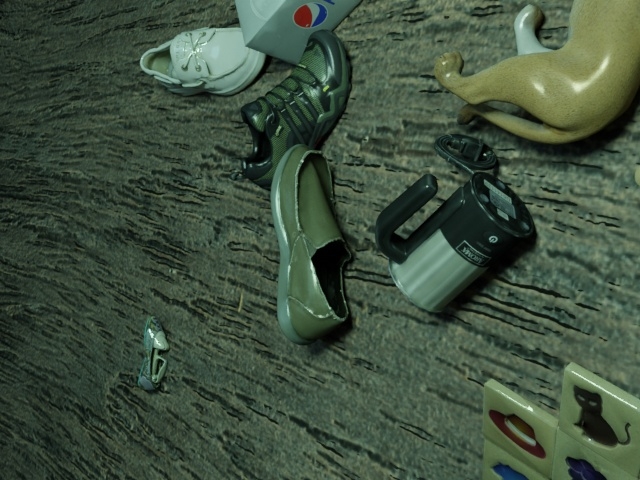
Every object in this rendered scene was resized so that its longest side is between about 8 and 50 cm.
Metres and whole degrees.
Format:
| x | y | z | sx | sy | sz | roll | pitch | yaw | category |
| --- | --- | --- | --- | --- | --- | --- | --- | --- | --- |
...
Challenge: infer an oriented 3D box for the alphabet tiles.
| x | y | z | sx | sy | sz | roll | pitch | yaw | category |
| --- | --- | --- | --- | --- | --- | --- | --- | --- | --- |
| 0.221 | 0.237 | 0.607 | 0.285 | 0.011 | 0.343 | 31 | 143 | 36 | alphabet tiles |

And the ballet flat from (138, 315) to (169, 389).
| x | y | z | sx | sy | sz | roll | pitch | yaw | category |
| --- | --- | --- | --- | --- | --- | --- | --- | --- | --- |
| -0.252 | 0.174 | 1.430 | 0.041 | 0.041 | 0.114 | -1 | 79 | 51 | ballet flat |

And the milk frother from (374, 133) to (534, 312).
| x | y | z | sx | sy | sz | roll | pitch | yaw | category |
| --- | --- | --- | --- | --- | --- | --- | --- | --- | --- |
| 0.136 | -0.025 | 0.976 | 0.135 | 0.129 | 0.143 | -45 | 5 | 33 | milk frother |

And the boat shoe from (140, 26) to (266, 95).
| x | y | z | sx | sy | sz | roll | pitch | yaw | category |
| --- | --- | --- | --- | --- | --- | --- | --- | --- | --- |
| -0.188 | -0.277 | 1.426 | 0.277 | 0.096 | 0.098 | -4 | 76 | 50 | boat shoe |

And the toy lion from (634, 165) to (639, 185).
| x | y | z | sx | sy | sz | roll | pitch | yaw | category |
| --- | --- | --- | --- | --- | --- | --- | --- | --- | --- |
| 0.327 | -0.066 | 0.792 | 0.096 | 0.034 | 0.100 | 26 | 100 | 44 | toy lion |

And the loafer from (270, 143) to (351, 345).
| x | y | z | sx | sy | sz | roll | pitch | yaw | category |
| --- | --- | --- | --- | --- | --- | --- | --- | --- | --- |
| 0.000 | 0.000 | 1.136 | 0.087 | 0.094 | 0.251 | -13 | 74 | 36 | loafer |

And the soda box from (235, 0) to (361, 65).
| x | y | z | sx | sy | sz | roll | pitch | yaw | category |
| --- | --- | --- | --- | --- | --- | --- | --- | --- | --- |
| 0.010 | -0.358 | 1.208 | 0.286 | 0.098 | 0.091 | -39 | 51 | 38 | soda box |

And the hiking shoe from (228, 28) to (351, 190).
| x | y | z | sx | sy | sz | roll | pitch | yaw | category |
| --- | --- | --- | --- | --- | --- | --- | --- | --- | --- |
| -0.040 | -0.169 | 1.200 | 0.086 | 0.114 | 0.227 | 25 | 99 | 50 | hiking shoe |

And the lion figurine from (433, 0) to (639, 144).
| x | y | z | sx | sy | sz | roll | pitch | yaw | category |
| --- | --- | --- | --- | --- | --- | --- | --- | --- | --- |
| 0.270 | -0.212 | 0.843 | 0.240 | 0.142 | 0.392 | 51 | 133 | 36 | lion figurine |
